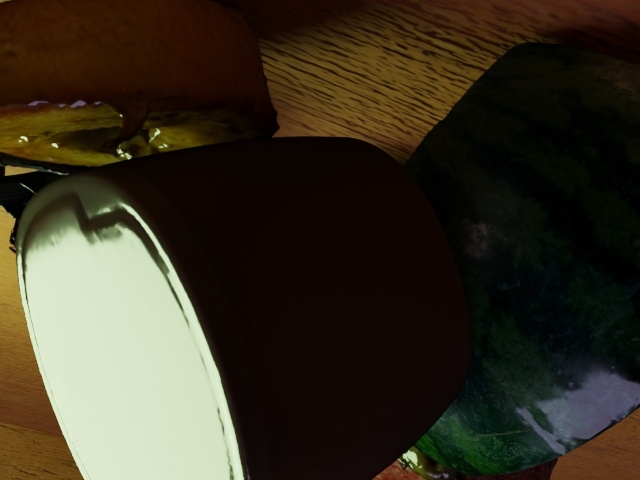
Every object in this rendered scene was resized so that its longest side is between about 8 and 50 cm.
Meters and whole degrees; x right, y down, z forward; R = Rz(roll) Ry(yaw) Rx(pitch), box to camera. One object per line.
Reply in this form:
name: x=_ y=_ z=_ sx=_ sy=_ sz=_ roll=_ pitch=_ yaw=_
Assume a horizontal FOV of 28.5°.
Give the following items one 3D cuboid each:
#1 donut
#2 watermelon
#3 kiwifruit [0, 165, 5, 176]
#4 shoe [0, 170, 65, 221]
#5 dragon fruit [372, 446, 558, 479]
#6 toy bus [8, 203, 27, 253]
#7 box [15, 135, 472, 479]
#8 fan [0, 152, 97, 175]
donut: x=-0.158 y=-0.104 z=0.911 sx=0.254 sy=0.118 sz=0.253 roll=-7 pitch=174 yaw=-1
watermelon: x=0.141 y=0.006 z=0.935 sx=0.222 sy=0.292 sz=0.319 roll=46 pitch=172 yaw=-10
kiwifruit: x=-0.348 y=-0.080 z=1.208 sx=0.075 sy=0.075 sz=0.124 roll=6 pitch=157 yaw=10
shoe: x=-0.283 y=-0.035 z=1.217 sx=0.159 sy=0.053 sz=0.062 roll=-7 pitch=155 yaw=-38
dragon fruit: x=0.113 y=0.189 z=1.436 sx=0.263 sy=0.296 sz=0.314 roll=1 pitch=151 yaw=32
toy bus: x=-0.200 y=-0.014 z=1.287 sx=0.235 sy=0.096 sz=0.073 roll=2 pitch=161 yaw=17
box: x=-0.050 y=0.059 z=0.877 sx=0.216 sy=0.301 sz=0.301 roll=-20 pitch=177 yaw=-31
fan: x=-0.222 y=-0.064 z=1.106 sx=0.230 sy=0.011 sz=0.335 roll=16 pitch=-176 yaw=17
